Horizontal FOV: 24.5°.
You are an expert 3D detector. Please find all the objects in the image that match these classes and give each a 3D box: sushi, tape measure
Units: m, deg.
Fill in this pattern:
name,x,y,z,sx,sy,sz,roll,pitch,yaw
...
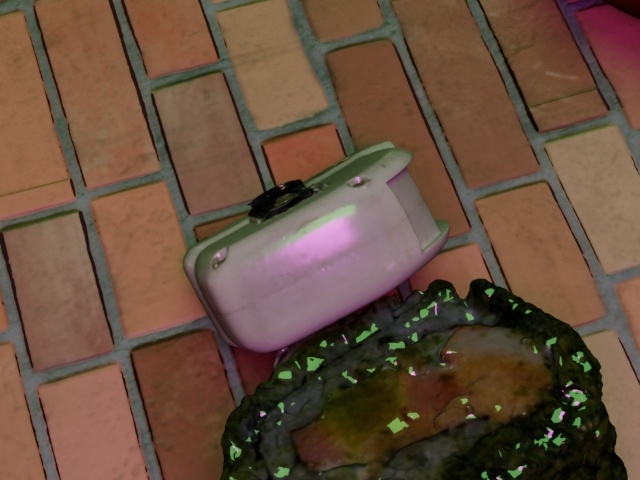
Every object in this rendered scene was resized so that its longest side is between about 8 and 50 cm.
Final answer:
name,x,y,z,sx,sy,sz,roll,pitch,yaw
sushi,0.079,0.199,1.350,0.352,0.178,0.294,-34,46,-18
tape measure,0.000,0.000,1.453,0.258,0.265,0.130,-28,97,-10

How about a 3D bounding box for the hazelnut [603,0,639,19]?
name,x,y,z,sx,sy,sz,roll,pitch,yaw
hazelnut,0.454,-0.409,1.615,0.429,0.402,0.402,-35,67,-15
